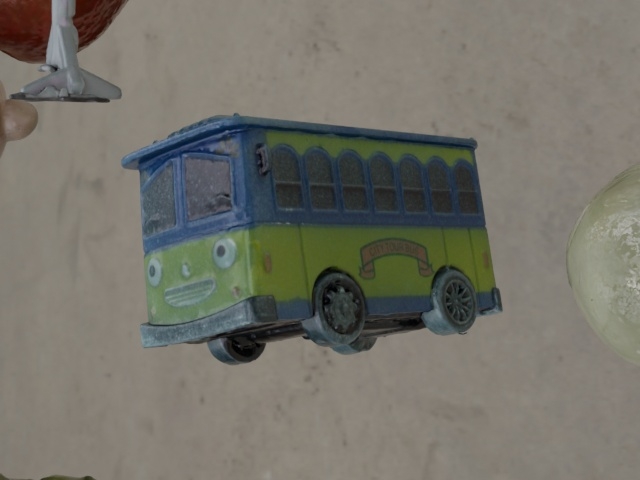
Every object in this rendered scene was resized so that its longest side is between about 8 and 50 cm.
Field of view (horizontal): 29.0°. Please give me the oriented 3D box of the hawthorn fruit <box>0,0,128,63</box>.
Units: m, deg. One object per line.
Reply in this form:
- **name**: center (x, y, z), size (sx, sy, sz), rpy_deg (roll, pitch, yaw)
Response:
- **hawthorn fruit**: center (-0.212, -0.253, 0.971), size (0.225, 0.196, 0.196), rpy_deg (-38, 52, 18)

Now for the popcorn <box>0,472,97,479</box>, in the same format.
- **popcorn**: center (-0.284, 0.371, 1.217), size (0.335, 0.279, 0.274), rpy_deg (-35, 58, 49)

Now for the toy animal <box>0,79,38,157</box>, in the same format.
- **toy animal**: center (-0.465, -0.172, 1.470), size (0.345, 0.247, 0.277), rpy_deg (-58, 15, 1)

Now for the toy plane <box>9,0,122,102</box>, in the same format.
- **toy plane**: center (-0.144, -0.223, 0.734), size (0.107, 0.182, 0.273), rpy_deg (11, 118, 59)

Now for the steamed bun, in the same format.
- **steamed bun**: center (0.188, 0.012, 0.646), size (0.130, 0.091, 0.112), rpy_deg (-24, 99, 37)

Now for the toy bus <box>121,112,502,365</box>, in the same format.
- **toy bus**: center (0.000, 0.000, 1.045), size (0.152, 0.312, 0.190), rpy_deg (-14, 80, 44)
